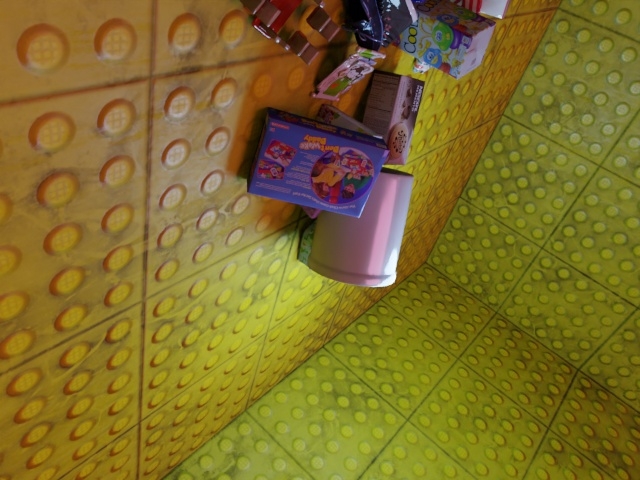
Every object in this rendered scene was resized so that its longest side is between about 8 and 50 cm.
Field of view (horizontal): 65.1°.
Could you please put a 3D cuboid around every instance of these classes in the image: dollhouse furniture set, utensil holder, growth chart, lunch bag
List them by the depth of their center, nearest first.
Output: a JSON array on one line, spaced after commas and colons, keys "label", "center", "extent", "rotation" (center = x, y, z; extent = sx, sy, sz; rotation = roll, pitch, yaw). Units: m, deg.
[{"label": "dollhouse furniture set", "center": [-0.050, -0.560, 1.103], "extent": [0.259, 0.135, 0.262], "rotation": [-46, 160, 14]}, {"label": "growth chart", "center": [0.079, -0.475, 1.445], "extent": [0.172, 0.021, 0.237], "rotation": [-17, 168, -47]}, {"label": "utensil holder", "center": [0.142, -0.073, 1.787], "extent": [0.327, 0.327, 0.386], "rotation": [-12, 115, -58]}, {"label": "lunch bag", "center": [0.000, 0.000, 2.032], "extent": [0.176, 0.090, 0.219], "rotation": [-39, 155, -37]}]

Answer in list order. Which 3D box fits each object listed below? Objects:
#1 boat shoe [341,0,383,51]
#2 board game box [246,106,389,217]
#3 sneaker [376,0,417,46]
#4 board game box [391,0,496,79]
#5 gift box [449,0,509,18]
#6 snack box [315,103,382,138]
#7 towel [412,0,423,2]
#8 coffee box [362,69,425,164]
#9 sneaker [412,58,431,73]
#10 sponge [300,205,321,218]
[{"label": "boat shoe", "center": [0.096, -0.602, 1.333], "extent": [0.089, 0.109, 0.258], "rotation": [-51, 143, -21]}, {"label": "board game box", "center": [-0.012, -0.212, 1.421], "extent": [0.347, 0.078, 0.233], "rotation": [12, 123, -18]}, {"label": "sneaker", "center": [0.165, -0.640, 1.387], "extent": [0.147, 0.104, 0.295], "rotation": [-48, 153, 11]}, {"label": "board game box", "center": [0.367, -0.642, 1.548], "extent": [0.144, 0.275, 0.142], "rotation": [-38, 153, -32]}, {"label": "gift box", "center": [0.486, -0.850, 1.528], "extent": [0.258, 0.276, 0.255], "rotation": [-59, 159, -27]}, {"label": "snack box", "center": [0.061, -0.296, 1.552], "extent": [0.070, 0.207, 0.174], "rotation": [-15, 137, -57]}, {"label": "towel", "center": [0.310, -0.809, 1.321], "extent": [0.227, 0.076, 0.308], "rotation": [-36, 131, -34]}, {"label": "coffee box", "center": [0.240, -0.417, 1.726], "extent": [0.168, 0.119, 0.297], "rotation": [-9, 116, -50]}, {"label": "sneaker", "center": [0.397, -0.669, 1.879], "extent": [0.161, 0.057, 0.075], "rotation": [-34, 168, -42]}, {"label": "sponge", "center": [0.001, -0.187, 1.663], "extent": [0.210, 0.117, 0.031], "rotation": [-49, 159, 25]}]
